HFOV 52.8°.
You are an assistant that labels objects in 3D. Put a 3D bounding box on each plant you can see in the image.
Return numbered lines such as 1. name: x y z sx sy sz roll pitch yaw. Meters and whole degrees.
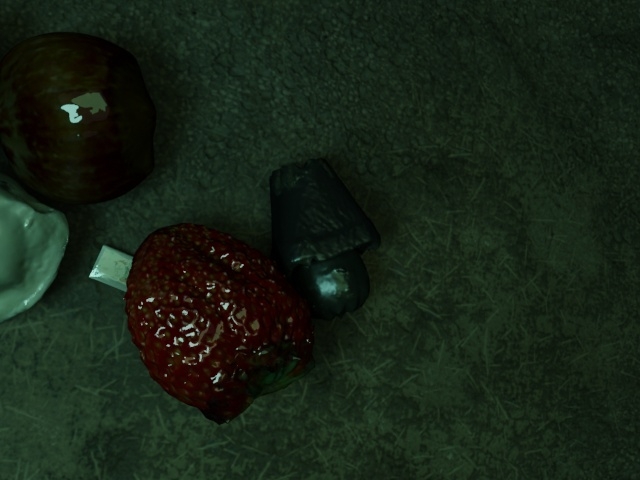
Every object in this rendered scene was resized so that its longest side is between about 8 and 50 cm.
1. plant: 0.000 0.000 1.023 0.164 0.142 0.256 -18 89 -19

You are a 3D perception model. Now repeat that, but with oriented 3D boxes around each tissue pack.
1. tissue pack: -0.292 0.052 0.988 0.108 0.023 0.056 24 81 -14

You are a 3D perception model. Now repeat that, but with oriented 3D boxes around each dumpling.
1. dumpling: -0.491 0.004 0.878 0.175 0.243 0.227 -18 126 -55

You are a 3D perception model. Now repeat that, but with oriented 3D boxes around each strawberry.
1. strawberry: -0.149 0.103 0.923 0.238 0.250 0.288 -28 79 -16

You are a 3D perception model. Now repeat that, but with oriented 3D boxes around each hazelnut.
1. hazelnut: -0.336 -0.168 0.884 0.217 0.218 0.234 -9 89 -18
